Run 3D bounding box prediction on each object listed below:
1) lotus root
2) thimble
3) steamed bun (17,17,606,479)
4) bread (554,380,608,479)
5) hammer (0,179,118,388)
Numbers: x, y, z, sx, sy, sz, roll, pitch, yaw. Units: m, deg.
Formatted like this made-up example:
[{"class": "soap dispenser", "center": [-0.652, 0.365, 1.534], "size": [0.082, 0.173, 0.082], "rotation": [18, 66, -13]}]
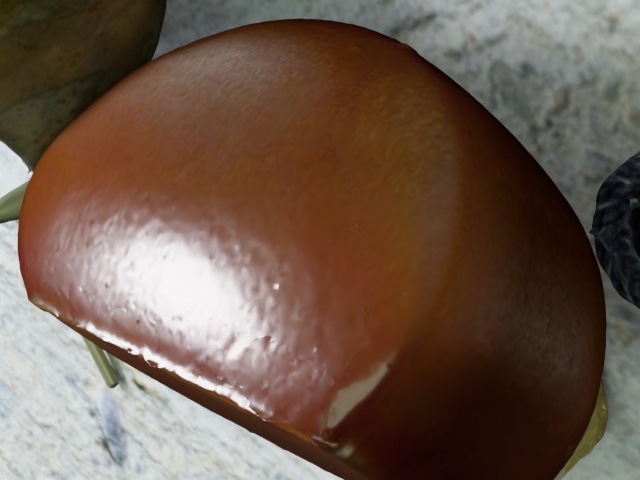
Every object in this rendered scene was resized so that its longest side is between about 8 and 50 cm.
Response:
[{"class": "lotus root", "center": [-0.226, -0.192, 1.079], "size": [0.192, 0.272, 0.272], "rotation": [-41, 84, 10]}, {"class": "thimble", "center": [0.219, -0.007, 0.939], "size": [0.104, 0.066, 0.095], "rotation": [53, 131, 8]}, {"class": "steamed bun", "center": [0.000, 0.000, 0.957], "size": [0.379, 0.248, 0.235], "rotation": [20, 168, 47]}, {"class": "bread", "center": [0.096, 0.126, 1.072], "size": [0.190, 0.114, 0.132], "rotation": [-16, 104, 46]}, {"class": "hammer", "center": [-0.224, 0.047, 1.311], "size": [0.028, 0.060, 0.195], "rotation": [-14, 107, 40]}]
